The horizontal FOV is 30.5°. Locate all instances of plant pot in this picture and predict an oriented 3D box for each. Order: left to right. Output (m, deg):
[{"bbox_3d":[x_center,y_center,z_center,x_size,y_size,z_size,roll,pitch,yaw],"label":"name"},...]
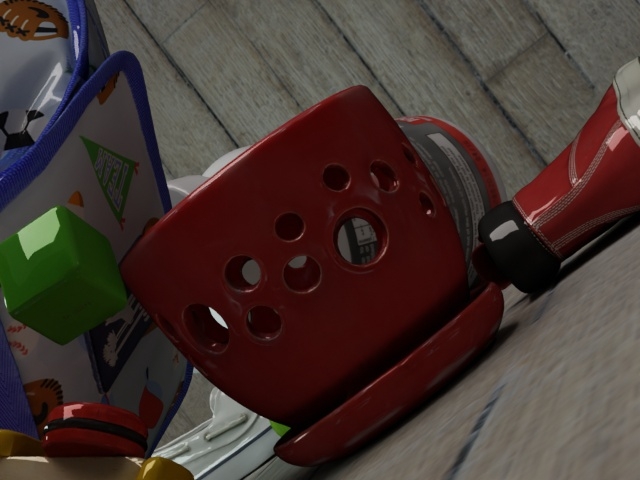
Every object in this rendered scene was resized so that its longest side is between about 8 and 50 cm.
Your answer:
[{"bbox_3d":[0.002,0.028,0.709,0.191,0.174,0.191,-37,-4,-3],"label":"plant pot"}]

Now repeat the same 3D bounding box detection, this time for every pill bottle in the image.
[{"bbox_3d":[0.000,0.000,1.141,0.363,0.210,0.210,-15,-19,-43],"label":"pill bottle"}]

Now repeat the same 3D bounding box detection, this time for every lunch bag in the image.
[{"bbox_3d":[-0.222,-0.009,0.817,0.238,0.385,0.328,-12,-50,-9],"label":"lunch bag"}]

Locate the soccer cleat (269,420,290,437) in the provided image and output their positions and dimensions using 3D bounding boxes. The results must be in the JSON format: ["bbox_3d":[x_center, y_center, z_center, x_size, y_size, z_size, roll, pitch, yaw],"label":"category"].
[{"bbox_3d":[0.029,0.112,1.004,0.072,0.060,0.179,-17,15,49],"label":"soccer cleat"}]

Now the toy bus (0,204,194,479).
[{"bbox_3d":[-0.090,0.109,0.346,0.191,0.202,0.104,-44,-34,2],"label":"toy bus"}]

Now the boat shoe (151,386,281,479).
[{"bbox_3d":[-0.072,0.176,1.170,0.267,0.088,0.096,-39,-4,24],"label":"boat shoe"}]

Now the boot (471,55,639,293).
[{"bbox_3d":[0.188,-0.042,0.853,0.176,0.088,0.244,-40,-1,21],"label":"boot"}]
